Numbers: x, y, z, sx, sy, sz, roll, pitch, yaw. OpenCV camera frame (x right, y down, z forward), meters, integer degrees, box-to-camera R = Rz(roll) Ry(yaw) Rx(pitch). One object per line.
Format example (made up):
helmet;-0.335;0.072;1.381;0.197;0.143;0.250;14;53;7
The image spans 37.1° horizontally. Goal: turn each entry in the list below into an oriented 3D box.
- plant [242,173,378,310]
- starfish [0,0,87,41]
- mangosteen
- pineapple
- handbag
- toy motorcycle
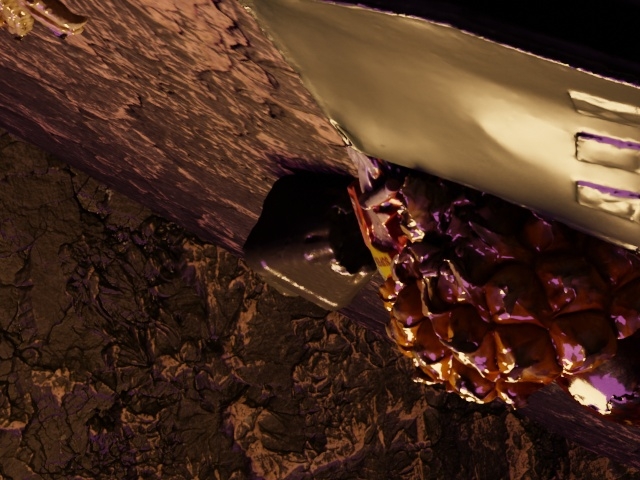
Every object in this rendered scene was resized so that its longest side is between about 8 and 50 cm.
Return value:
plant;0.000;0.000;1.220;0.164;0.142;0.256;29;160;-21
starfish;-0.393;-0.293;0.777;0.432;0.082;0.324;27;177;-39
mangosteen;0.284;0.078;0.815;0.166;0.166;0.180;27;147;-6
pineapple;0.128;0.029;0.694;0.250;0.140;0.164;-20;132;21
handbag;0.104;-0.090;0.552;0.260;0.079;0.247;22;171;21
toy motorcycle;0.096;0.000;0.861;0.171;0.089;0.298;47;165;39
